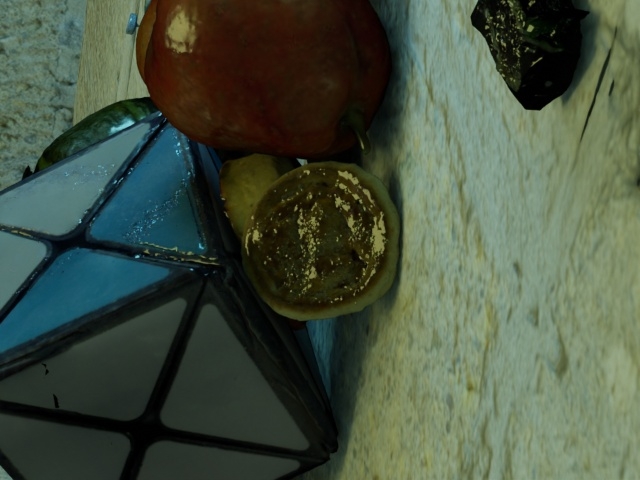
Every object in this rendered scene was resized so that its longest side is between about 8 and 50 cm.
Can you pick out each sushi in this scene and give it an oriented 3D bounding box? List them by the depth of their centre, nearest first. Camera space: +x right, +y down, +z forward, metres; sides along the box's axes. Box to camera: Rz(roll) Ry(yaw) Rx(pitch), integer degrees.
[{"bbox_3d":[0.147,-0.147,1.147,0.084,0.056,0.083,114,155,-56],"label":"sushi"}]

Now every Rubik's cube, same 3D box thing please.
[{"bbox_3d":[-0.186,0.091,1.710,0.310,0.305,0.307,57,-169,-37],"label":"Rubik's cube"}]

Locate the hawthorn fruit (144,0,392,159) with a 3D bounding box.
[{"bbox_3d":[-0.037,-0.169,1.567,0.261,0.224,0.224,38,140,16],"label":"hawthorn fruit"}]

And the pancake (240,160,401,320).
[{"bbox_3d":[0.000,0.000,1.532,0.028,0.158,0.158,17,-107,-71],"label":"pancake"}]

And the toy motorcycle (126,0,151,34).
[{"bbox_3d":[-0.244,-0.374,2.604,0.254,0.092,0.135,-102,27,-70],"label":"toy motorcycle"}]

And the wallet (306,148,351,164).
[{"bbox_3d":[-0.001,-0.177,1.738,0.168,0.052,0.245,138,130,-73],"label":"wallet"}]

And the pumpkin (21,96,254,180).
[{"bbox_3d":[-0.197,-0.021,1.958,0.192,0.320,0.320,44,133,45],"label":"pumpkin"}]

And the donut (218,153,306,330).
[{"bbox_3d":[-0.031,-0.006,1.641,0.184,0.073,0.166,65,-165,0],"label":"donut"}]

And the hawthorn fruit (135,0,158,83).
[{"bbox_3d":[-0.165,-0.263,2.140,0.157,0.157,0.194,111,148,-50],"label":"hawthorn fruit"}]
